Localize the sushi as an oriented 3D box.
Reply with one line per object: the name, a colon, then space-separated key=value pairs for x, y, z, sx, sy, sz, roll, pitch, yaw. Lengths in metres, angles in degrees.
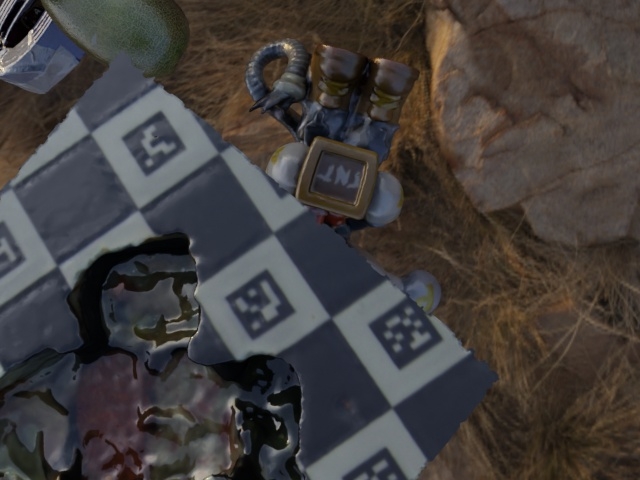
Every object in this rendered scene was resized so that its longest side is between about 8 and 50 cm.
sushi: x=-0.114 y=0.108 z=0.493 sx=0.320 sy=0.069 sz=0.339 roll=39 pitch=86 yaw=13

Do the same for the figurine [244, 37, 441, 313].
figurine: x=0.004 y=0.001 z=0.781 sx=0.261 sy=0.186 sz=0.382 roll=16 pitch=99 yaw=5

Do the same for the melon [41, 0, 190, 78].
melon: x=-0.203 y=-0.222 z=0.750 sx=0.162 sy=0.099 sz=0.099 roll=33 pitch=123 yaw=-5

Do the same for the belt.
belt: x=-0.571 y=-0.477 z=1.632 sx=0.347 sy=0.117 sz=0.212 roll=-47 pitch=57 yaw=16
